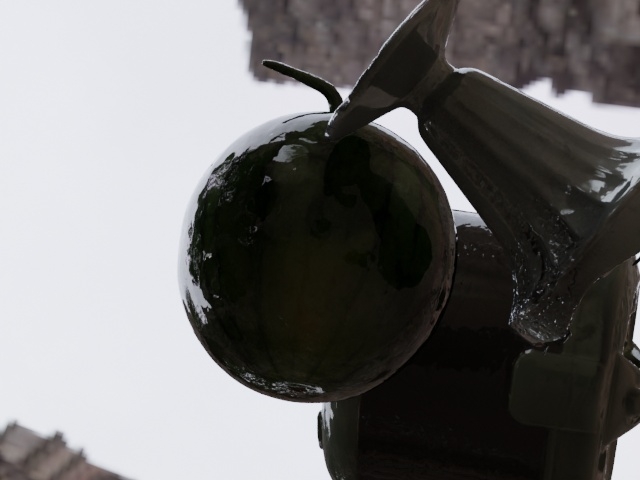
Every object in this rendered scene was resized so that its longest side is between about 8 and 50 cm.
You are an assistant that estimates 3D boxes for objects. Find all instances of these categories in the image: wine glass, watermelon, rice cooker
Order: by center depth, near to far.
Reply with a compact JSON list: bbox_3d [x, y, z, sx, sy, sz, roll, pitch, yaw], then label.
[{"bbox_3d":[0.117,-0.052,1.163,0.196,0.165,0.165,42,-120,6],"label":"wine glass"},{"bbox_3d":[0.000,0.000,1.270,0.188,0.188,0.214,35,-123,-44],"label":"watermelon"},{"bbox_3d":[0.152,0.114,1.670,0.288,0.277,0.288,9,-90,-80],"label":"rice cooker"}]
